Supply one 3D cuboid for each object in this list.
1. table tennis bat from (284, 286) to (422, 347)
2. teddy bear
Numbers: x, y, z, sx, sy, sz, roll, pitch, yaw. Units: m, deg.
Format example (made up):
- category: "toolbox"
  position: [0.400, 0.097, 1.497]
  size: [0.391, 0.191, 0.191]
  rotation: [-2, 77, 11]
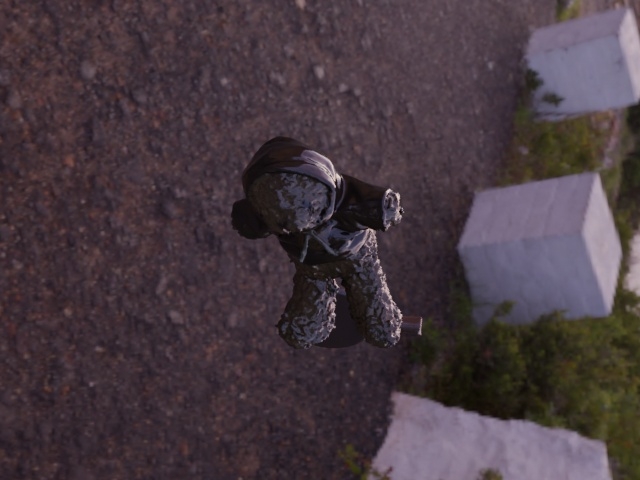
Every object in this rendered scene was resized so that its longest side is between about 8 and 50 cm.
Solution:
- category: "table tennis bat"
  position: [0.034, 0.131, 1.063]
  size: [0.119, 0.169, 0.108]
  rotation: [-80, 172, -47]
- category: "teddy bear"
  position: [0.003, -0.004, 0.589]
  size: [0.078, 0.119, 0.160]
  rotation: [-66, 145, -43]
